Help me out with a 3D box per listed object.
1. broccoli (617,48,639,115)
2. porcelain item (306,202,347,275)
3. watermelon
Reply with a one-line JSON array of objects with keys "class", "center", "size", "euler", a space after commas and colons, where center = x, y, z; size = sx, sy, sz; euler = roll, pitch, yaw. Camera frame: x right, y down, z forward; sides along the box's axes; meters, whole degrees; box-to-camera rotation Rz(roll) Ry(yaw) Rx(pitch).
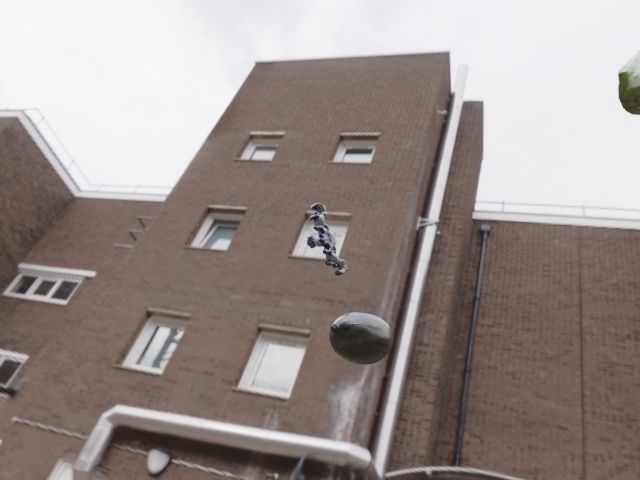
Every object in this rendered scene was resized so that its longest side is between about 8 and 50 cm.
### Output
[{"class": "broccoli", "center": [0.355, -0.160, 0.386], "size": [0.274, 0.397, 0.353], "euler": [-7, -46, 2]}, {"class": "porcelain item", "center": [0.000, 0.000, 0.932], "size": [0.021, 0.075, 0.136], "euler": [-26, -99, 36]}, {"class": "watermelon", "center": [0.061, 0.147, 0.808], "size": [0.110, 0.078, 0.078], "euler": [15, -31, -33]}]
